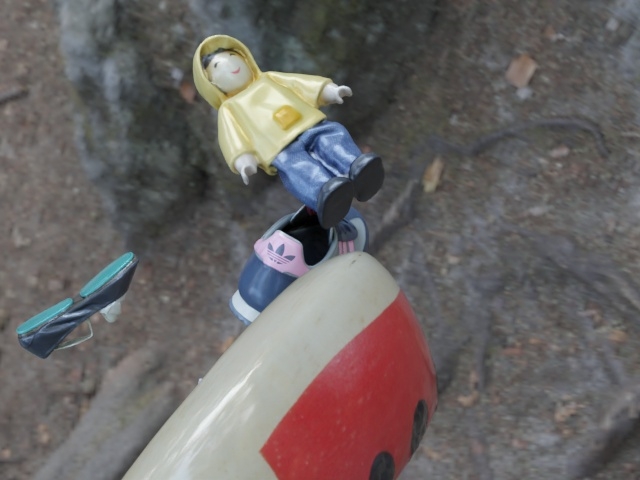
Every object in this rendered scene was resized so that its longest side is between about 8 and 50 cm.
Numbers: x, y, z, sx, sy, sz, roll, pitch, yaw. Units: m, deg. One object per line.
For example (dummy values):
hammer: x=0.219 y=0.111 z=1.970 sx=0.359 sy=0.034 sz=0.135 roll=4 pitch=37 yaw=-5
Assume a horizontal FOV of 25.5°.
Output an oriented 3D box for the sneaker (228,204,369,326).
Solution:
sneaker: x=0.000 y=0.000 z=1.741 sx=0.112 sy=0.319 sz=0.131 roll=27 pitch=119 yaw=7

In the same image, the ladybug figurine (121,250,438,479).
ladybug figurine: x=-0.030 y=0.177 z=1.124 sx=0.162 sy=0.449 sz=0.305 roll=36 pitch=130 yaw=6

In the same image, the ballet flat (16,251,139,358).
ballet flat: x=-0.326 y=0.097 z=1.977 sx=0.203 sy=0.074 sz=0.074 roll=-35 pitch=58 yaw=-5

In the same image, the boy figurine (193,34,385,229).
boy figurine: x=-0.045 y=-0.145 z=1.686 sx=0.177 sy=0.092 sz=0.285 roll=-36 pitch=64 yaw=-16

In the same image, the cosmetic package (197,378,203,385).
cosmetic package: x=-0.071 y=0.221 z=1.708 sx=0.239 sy=0.099 sz=0.060 roll=17 pitch=95 yaw=66
